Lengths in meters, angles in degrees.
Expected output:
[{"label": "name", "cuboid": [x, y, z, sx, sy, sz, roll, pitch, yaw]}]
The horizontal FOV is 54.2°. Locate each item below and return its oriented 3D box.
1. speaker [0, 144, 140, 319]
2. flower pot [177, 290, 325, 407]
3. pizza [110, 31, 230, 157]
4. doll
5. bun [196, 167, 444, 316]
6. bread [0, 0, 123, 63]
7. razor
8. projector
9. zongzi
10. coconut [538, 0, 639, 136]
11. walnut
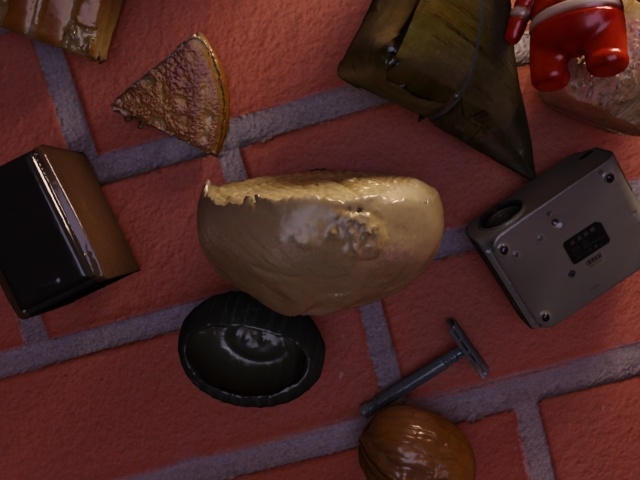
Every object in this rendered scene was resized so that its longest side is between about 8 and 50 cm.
[{"label": "speaker", "cuboid": [-0.427, -0.017, 1.005, 0.153, 0.192, 0.230, -25, 92, 5]}, {"label": "flower pot", "cuboid": [-0.114, 0.178, 1.040, 0.243, 0.157, 0.189, 11, 99, -2]}, {"label": "pizza", "cuboid": [-0.246, -0.243, 1.037, 0.193, 0.053, 0.200, 2, 108, -1]}, {"label": "doll", "cuboid": [0.345, -0.374, 0.853, 0.200, 0.105, 0.336, -9, 76, 43]}, {"label": "bun", "cuboid": [-0.002, 0.004, 0.934, 0.364, 0.364, 0.202, -1, 101, 1]}, {"label": "bread", "cuboid": [-0.427, -0.427, 0.989, 0.239, 0.111, 0.246, 21, 97, -1]}, {"label": "razor", "cuboid": [0.168, 0.241, 1.101, 0.232, 0.068, 0.106, -34, 95, 11]}, {"label": "projector", "cuboid": [0.395, -0.002, 1.018, 0.250, 0.108, 0.198, -34, 107, 5]}, {"label": "zongzi", "cuboid": [0.261, -0.328, 0.989, 0.393, 0.174, 0.356, 25, 84, -24]}, {"label": "coconut", "cuboid": [0.460, -0.299, 0.940, 0.233, 0.233, 0.245, 24, 100, -2]}, {"label": "walnut", "cuboid": [0.161, 0.368, 1.060, 0.207, 0.167, 0.167, 23, 97, -4]}]
